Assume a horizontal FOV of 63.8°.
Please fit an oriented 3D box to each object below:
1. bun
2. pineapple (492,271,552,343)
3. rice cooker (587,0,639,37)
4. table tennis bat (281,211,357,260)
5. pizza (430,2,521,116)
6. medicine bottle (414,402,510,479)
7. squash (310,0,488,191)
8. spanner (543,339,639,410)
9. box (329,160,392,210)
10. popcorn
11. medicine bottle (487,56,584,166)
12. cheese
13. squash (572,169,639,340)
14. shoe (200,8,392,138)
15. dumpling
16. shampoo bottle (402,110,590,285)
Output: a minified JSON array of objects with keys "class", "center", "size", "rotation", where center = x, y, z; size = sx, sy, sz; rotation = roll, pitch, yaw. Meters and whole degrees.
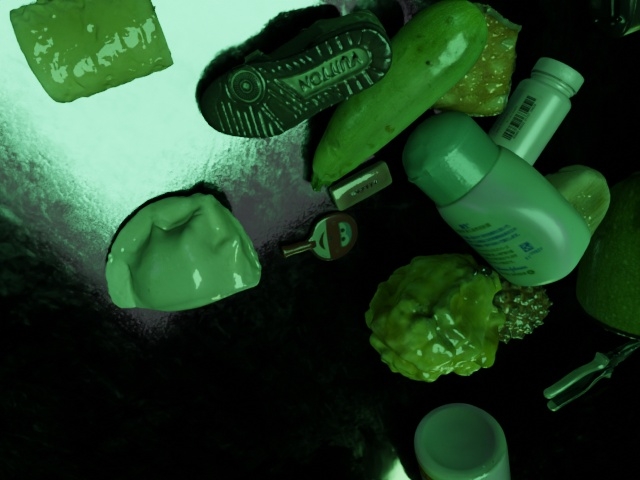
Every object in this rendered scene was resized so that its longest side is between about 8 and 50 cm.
[{"class":"bun","center":[0.496,-0.072,1.063],"size":[0.193,0.128,0.178],"rotation":[-39,125,-14]},{"class":"pineapple","center":[0.419,0.140,1.123],"size":[0.193,0.166,0.166],"rotation":[-7,118,-19]},{"class":"rice cooker","center":[0.528,-0.439,0.889],"size":[0.106,0.112,0.165],"rotation":[-28,123,0]},{"class":"table tennis bat","center":[0.000,0.000,0.953],"size":[0.154,0.019,0.098],"rotation":[-17,121,-18]},{"class":"pizza","center":[0.261,-0.298,0.875],"size":[0.204,0.081,0.188],"rotation":[11,134,-31]},{"class":"medicine bottle","center":[0.374,0.618,1.313],"size":[0.219,0.219,0.388],"rotation":[-25,123,-9]},{"class":"squash","center":[0.097,-0.217,0.803],"size":[0.118,0.118,0.370],"rotation":[30,123,-32]},{"class":"spanner","center":[0.779,0.374,1.464],"size":[0.324,0.040,0.096],"rotation":[-32,123,-3]},{"class":"box","center":[0.074,-0.099,0.926],"size":[0.115,0.025,0.048],"rotation":[-28,125,-8]},{"class":"popcorn","center":[0.225,0.142,0.980],"size":[0.286,0.252,0.215],"rotation":[-44,163,-31]},{"class":"medicine bottle","center":[0.387,-0.229,0.944],"size":[0.102,0.103,0.187],"rotation":[21,106,-30]},{"class":"cheese","center":[-0.282,-0.254,0.652],"size":[0.167,0.094,0.123],"rotation":[-22,124,-11]},{"class":"squash","center":[0.723,0.010,1.099],"size":[0.310,0.310,0.309],"rotation":[-18,119,-14]},{"class":"shoe","center":[-0.030,-0.247,0.759],"size":[0.292,0.149,0.109],"rotation":[-14,122,22]},{"class":"dumpling","center":[-0.226,0.021,0.821],"size":[0.252,0.131,0.179],"rotation":[-13,102,8]},{"class":"shampoo bottle","center":[0.293,-0.079,0.906],"size":[0.349,0.222,0.151],"rotation":[41,77,-11]}]
